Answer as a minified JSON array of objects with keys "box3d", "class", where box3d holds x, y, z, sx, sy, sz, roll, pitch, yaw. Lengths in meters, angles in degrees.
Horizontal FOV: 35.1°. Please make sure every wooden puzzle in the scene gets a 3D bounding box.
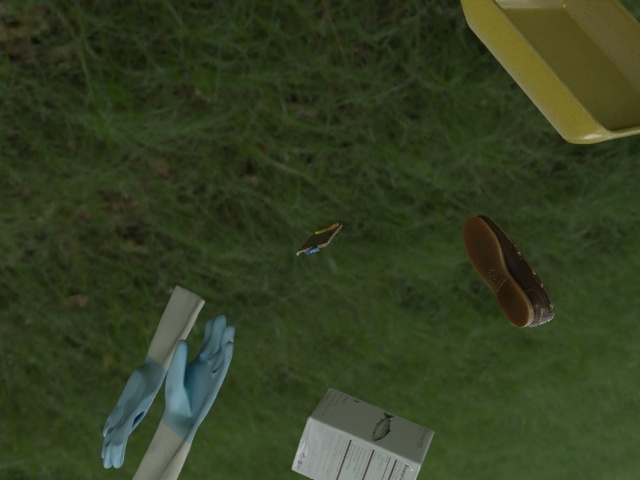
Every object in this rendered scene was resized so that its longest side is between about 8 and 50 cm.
[{"box3d":[0.000,0.000,1.715,0.079,0.014,0.116,-20,-165,36],"class":"wooden puzzle"}]

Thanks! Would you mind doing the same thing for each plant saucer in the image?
[{"box3d":[0.366,-0.261,1.441,0.333,0.332,0.081,-14,151,-43],"class":"plant saucer"}]

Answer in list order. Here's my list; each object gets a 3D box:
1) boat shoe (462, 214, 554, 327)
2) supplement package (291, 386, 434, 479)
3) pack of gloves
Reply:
[{"box3d":[0.300,0.048,1.618,0.073,0.206,0.073,-9,153,-34],"class":"boat shoe"},{"box3d":[0.065,0.318,1.534,0.105,0.179,0.105,-46,155,-65],"class":"supplement package"},{"box3d":[-0.188,0.168,1.137,0.046,0.232,0.195,28,176,-33],"class":"pack of gloves"}]
